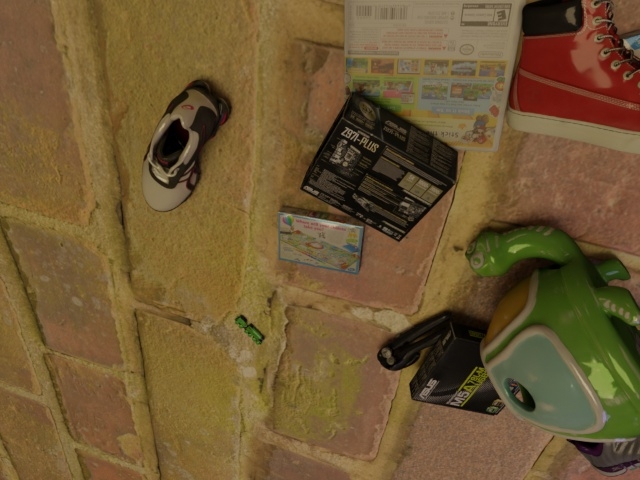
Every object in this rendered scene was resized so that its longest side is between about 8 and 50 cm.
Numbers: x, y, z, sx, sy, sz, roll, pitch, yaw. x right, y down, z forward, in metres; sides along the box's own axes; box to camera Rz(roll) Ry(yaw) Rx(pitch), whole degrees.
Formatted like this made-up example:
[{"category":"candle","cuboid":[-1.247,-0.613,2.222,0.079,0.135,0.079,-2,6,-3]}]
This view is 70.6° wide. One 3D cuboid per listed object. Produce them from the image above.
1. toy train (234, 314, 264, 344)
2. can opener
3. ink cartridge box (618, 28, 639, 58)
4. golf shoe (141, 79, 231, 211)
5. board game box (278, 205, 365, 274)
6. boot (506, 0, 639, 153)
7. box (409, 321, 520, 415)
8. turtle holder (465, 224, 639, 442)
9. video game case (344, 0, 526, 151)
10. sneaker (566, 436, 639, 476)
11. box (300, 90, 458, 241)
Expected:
[{"category":"toy train","cuboid":[-0.155,0.197,0.995,0.023,0.017,0.083,-37,105,21]},{"category":"can opener","cuboid":[0.182,0.194,0.870,0.186,0.073,0.059,-47,60,31]},{"category":"ink cartridge box","cuboid":[0.377,-0.210,0.560,0.048,0.028,0.083,-10,118,25]},{"category":"golf shoe","cuboid":[-0.254,-0.139,0.754,0.105,0.120,0.273,33,126,-6]},{"category":"board game box","cuboid":[0.000,0.000,0.814,0.154,0.026,0.104,11,124,11]},{"category":"boot","cuboid":[0.342,-0.199,0.503,0.244,0.088,0.176,20,133,32]},{"category":"box","cuboid":[0.287,0.245,0.843,0.184,0.045,0.191,13,126,-11]},{"category":"turtle holder","cuboid":[0.349,0.140,0.659,0.227,0.243,0.320,-34,107,32]},{"category":"video game case","cuboid":[0.144,-0.230,0.625,0.226,0.026,0.206,6,123,13]},{"category":"sneaker","cuboid":[0.572,0.359,0.827,0.098,0.083,0.224,38,125,-2]},{"category":"box","cuboid":[0.084,-0.103,0.666,0.180,0.078,0.147,27,137,-8]}]
